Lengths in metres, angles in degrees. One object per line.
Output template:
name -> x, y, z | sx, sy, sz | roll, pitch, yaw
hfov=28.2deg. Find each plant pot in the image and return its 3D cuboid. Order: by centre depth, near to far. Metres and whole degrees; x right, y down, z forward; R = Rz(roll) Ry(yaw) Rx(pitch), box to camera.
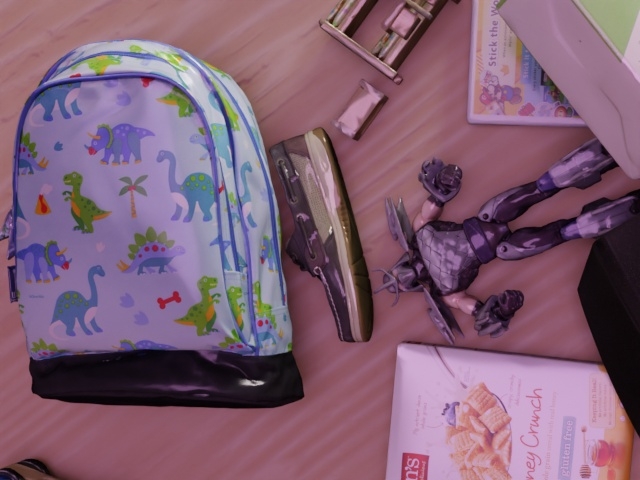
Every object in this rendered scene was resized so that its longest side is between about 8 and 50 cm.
plant pot -> 0.342, 0.055, 1.165 | 0.188, 0.187, 0.167 | -29, 68, -9

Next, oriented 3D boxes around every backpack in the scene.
backpack -> -0.171, -0.019, 1.255 | 0.290, 0.273, 0.355 | 0, 79, 17

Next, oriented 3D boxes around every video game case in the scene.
video game case -> 0.254, -0.225, 1.265 | 0.206, 0.026, 0.226 | 3, 93, 10

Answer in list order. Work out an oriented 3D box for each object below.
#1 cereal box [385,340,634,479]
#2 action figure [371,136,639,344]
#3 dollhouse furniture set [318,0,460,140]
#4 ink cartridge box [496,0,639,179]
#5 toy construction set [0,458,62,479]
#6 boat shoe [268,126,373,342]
cereal box -> 0.188, 0.198, 1.274 | 0.240, 0.047, 0.172 | 5, 91, 10
action figure -> 0.176, -0.011, 1.249 | 0.285, 0.099, 0.185 | -26, 92, 13
dollhouse furniture set -> 0.038, -0.204, 1.236 | 0.101, 0.161, 0.182 | 37, 97, 8
ink cartridge box -> 0.361, -0.240, 1.126 | 0.353, 0.119, 0.207 | -37, 87, -17
toy construction set -> -0.291, 0.357, 1.327 | 0.328, 0.151, 0.215 | 16, 95, -1
boat shoe -> 0.000, -0.001, 1.291 | 0.073, 0.080, 0.223 | -14, 83, 11
